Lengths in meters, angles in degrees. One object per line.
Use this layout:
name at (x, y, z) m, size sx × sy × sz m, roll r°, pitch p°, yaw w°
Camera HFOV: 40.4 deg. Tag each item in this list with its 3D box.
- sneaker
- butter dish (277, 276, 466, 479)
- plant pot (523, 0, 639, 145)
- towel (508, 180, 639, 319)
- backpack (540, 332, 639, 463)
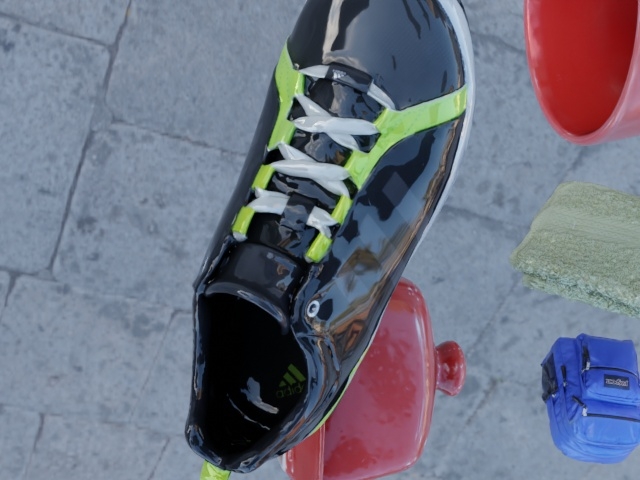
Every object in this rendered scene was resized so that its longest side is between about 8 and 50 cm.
sneaker at (0.000, 0.000, 0.350) m, size 0.084 × 0.097 × 0.234 m, roll 19°, pitch 108°, yaw 12°
butter dish at (0.030, 0.078, 0.533) m, size 0.118 × 0.160 × 0.160 m, roll 1°, pitch 88°, yaw -8°
plant pot at (0.359, -0.233, 0.848) m, size 0.243 × 0.275 × 0.275 m, roll -4°, pitch 129°, yaw -8°
towel at (0.219, 0.008, 0.611) m, size 0.148 × 0.110 × 0.027 m, roll 19°, pitch 142°, yaw 26°
backpack at (0.283, 0.163, 0.899) m, size 0.098 × 0.120 × 0.101 m, roll 6°, pitch 147°, yaw 2°
